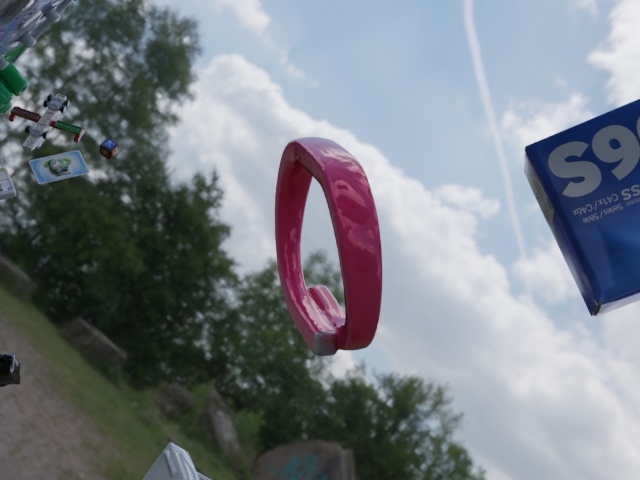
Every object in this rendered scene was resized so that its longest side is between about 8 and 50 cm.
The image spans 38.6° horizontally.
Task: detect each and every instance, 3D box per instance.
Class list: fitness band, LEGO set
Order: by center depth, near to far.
[{"bbox_3d":[0.000,0.000,0.980,0.291,0.054,0.209,-132,-140,-67],"label":"fitness band"},{"bbox_3d":[-0.433,-0.135,1.359,0.182,0.244,0.060,58,-29,29],"label":"LEGO set"}]

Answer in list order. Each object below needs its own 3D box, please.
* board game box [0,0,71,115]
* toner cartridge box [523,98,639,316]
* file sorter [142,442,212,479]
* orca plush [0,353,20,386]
[{"bbox_3d":[-0.310,-0.219,0.881,0.050,0.390,0.390,49,21,-6],"label":"board game box"},{"bbox_3d":[0.379,-0.073,0.830,0.075,0.348,0.165,50,18,-72],"label":"toner cartridge box"},{"bbox_3d":[-0.104,0.332,0.646,0.173,0.278,0.193,35,1,-24],"label":"file sorter"},{"bbox_3d":[-0.386,0.068,0.723,0.287,0.102,0.151,8,15,-2],"label":"orca plush"}]
